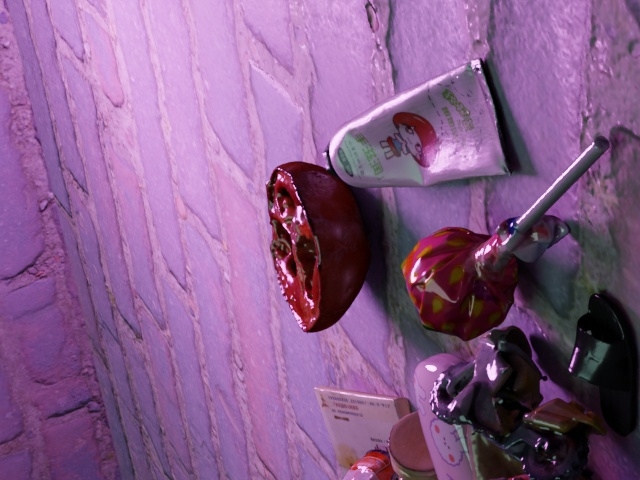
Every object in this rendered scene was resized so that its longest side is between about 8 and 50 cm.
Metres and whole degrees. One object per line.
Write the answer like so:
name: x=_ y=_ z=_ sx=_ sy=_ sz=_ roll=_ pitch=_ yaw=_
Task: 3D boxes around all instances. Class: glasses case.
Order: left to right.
glasses case: x=0.187 y=0.276 z=1.676 sx=0.113 sy=0.075 sz=0.296 roll=2 pitch=114 yaw=65

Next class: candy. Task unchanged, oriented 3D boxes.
candy: x=0.186 y=-0.008 z=1.362 sx=0.124 sy=0.124 sz=0.365 roll=61 pitch=151 yaw=16

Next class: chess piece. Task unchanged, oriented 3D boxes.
chess piece: x=0.134 y=0.307 z=1.822 sx=0.094 sy=0.094 sz=0.170 roll=52 pitch=158 yaw=36

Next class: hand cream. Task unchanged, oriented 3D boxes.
hand cream: x=0.101 y=-0.111 z=1.525 sx=0.336 sy=0.076 sz=0.121 roll=-9 pitch=105 yaw=62

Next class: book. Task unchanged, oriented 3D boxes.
book: x=0.095 y=0.344 z=1.995 sx=0.201 sy=0.026 sz=0.289 roll=-1 pitch=112 yaw=55

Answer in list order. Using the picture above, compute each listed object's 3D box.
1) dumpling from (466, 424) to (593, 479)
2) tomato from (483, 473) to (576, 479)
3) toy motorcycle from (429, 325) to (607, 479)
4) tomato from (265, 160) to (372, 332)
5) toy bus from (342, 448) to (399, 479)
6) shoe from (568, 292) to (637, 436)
dumpling: x=0.252 y=0.323 z=1.547 sx=0.086 sy=0.166 sz=0.332 roll=-18 pitch=-76 yaw=-69
tomato: x=0.212 y=0.341 z=1.403 sx=0.232 sy=0.232 sz=0.188 roll=24 pitch=124 yaw=62
toy motorcycle: x=0.207 y=0.164 z=1.451 sx=0.094 sy=0.130 sz=0.229 roll=43 pitch=172 yaw=-36
tomato: x=0.004 y=-0.001 z=1.820 sx=0.228 sy=0.101 sz=0.228 roll=166 pitch=90 yaw=-72
toy bus: x=0.088 y=0.380 z=1.931 sx=0.079 sy=0.077 sz=0.174 roll=-2 pitch=112 yaw=53
shoe: x=0.271 y=0.130 z=1.353 sx=0.062 sy=0.053 sz=0.159 roll=42 pitch=151 yaw=56
